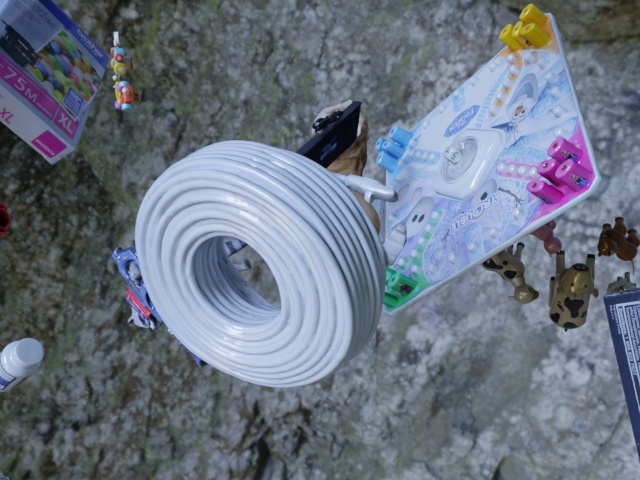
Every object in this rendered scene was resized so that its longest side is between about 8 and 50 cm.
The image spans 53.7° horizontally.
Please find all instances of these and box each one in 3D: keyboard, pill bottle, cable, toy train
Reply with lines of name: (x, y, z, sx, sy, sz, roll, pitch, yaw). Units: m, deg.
keyboard: (0.006, -0.153, 0.963, 0.180, 0.023, 0.108, -47, -23, -35)
pill bottle: (-0.538, 0.217, 1.117, 0.120, 0.067, 0.067, -35, 3, 35)
cable: (-0.062, 0.031, 0.617, 0.089, 0.257, 0.257, -44, -28, -51)
toy train: (-0.397, -0.335, 1.300, 0.125, 0.046, 0.166, 154, 109, -63)

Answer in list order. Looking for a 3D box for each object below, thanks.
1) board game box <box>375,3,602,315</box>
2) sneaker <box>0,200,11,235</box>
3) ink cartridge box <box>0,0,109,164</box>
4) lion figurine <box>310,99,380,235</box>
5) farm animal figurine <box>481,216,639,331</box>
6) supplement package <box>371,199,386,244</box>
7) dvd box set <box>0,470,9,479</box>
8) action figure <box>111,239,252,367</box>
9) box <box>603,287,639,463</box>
board game box: (0.218, -0.127, 0.986, 0.390, 0.050, 0.390, -39, 33, 40)
sneaker: (-0.487, 0.011, 0.868, 0.128, 0.087, 0.221, -8, -19, -19)
ink cartridge box: (-0.437, -0.287, 0.997, 0.186, 0.065, 0.311, 47, -154, -39)
lion figurine: (0.051, -0.101, 1.440, 0.240, 0.392, 0.142, -22, 2, 17)
farm animal figurine: (0.542, 0.090, 1.420, 0.326, 0.330, 0.172, 59, -142, -38)
supplement package: (0.228, -0.024, 1.755, 0.203, 0.194, 0.149, 146, 136, -60)
dvd box set: (-0.496, 0.272, 0.628, 0.420, 0.308, 0.062, 33, -101, -44)
action figure: (-0.301, 0.116, 1.469, 0.330, 0.341, 0.178, -36, -10, 11)
box: (0.465, 0.169, 0.609, 0.294, 0.183, 0.296, 128, 134, -77)
